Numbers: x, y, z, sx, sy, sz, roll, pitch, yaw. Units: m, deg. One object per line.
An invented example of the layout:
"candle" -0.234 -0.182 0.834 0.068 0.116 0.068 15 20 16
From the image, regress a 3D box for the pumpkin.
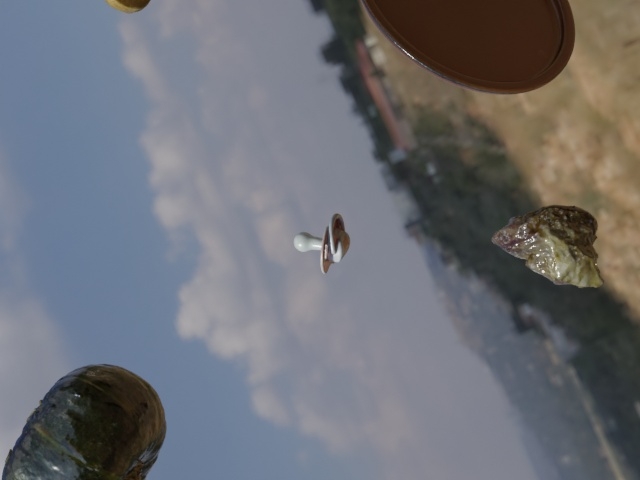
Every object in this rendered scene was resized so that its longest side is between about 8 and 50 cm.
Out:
"pumpkin" -0.274 0.246 1.906 0.157 0.224 0.223 32 178 10

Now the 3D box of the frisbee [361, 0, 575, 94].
"frisbee" 0.144 -0.247 1.666 0.021 0.251 0.251 -55 49 48

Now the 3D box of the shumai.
"shumai" 0.277 0.009 2.026 0.139 0.123 0.105 38 -135 -36

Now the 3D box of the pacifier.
"pacifier" 0.000 0.000 2.341 0.099 0.078 0.081 -47 -40 -66

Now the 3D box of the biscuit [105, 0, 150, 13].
"biscuit" -0.275 -0.381 1.971 0.240 0.035 0.158 54 -130 -17
